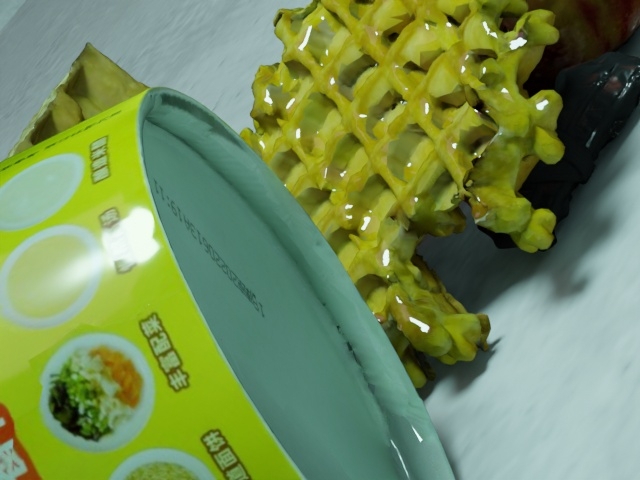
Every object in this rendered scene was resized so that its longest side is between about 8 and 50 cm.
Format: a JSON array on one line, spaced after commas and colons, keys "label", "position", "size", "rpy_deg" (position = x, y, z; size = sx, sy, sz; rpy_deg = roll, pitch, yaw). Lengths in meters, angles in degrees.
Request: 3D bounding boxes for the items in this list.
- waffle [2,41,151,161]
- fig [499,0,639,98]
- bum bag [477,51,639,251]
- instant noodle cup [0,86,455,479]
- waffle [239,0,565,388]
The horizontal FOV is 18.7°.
[{"label": "waffle", "position": [-0.135, 0.010, 1.184], "size": [0.057, 0.168, 0.274], "rpy_deg": [-42, 17, 36]}, {"label": "fig", "position": [0.076, -0.171, 1.036], "size": [0.175, 0.207, 0.175], "rpy_deg": [-35, 17, 12]}, {"label": "bum bag", "position": [0.118, -0.045, 0.952], "size": [0.058, 0.034, 0.124], "rpy_deg": [3, 51, 49]}, {"label": "instant noodle cup", "position": [-0.091, 0.097, 0.759], "size": [0.221, 0.311, 0.311], "rpy_deg": [-32, 21, 14]}, {"label": "waffle", "position": [0.028, -0.042, 0.942], "size": [0.229, 0.051, 0.231], "rpy_deg": [-15, 70, 52]}]
